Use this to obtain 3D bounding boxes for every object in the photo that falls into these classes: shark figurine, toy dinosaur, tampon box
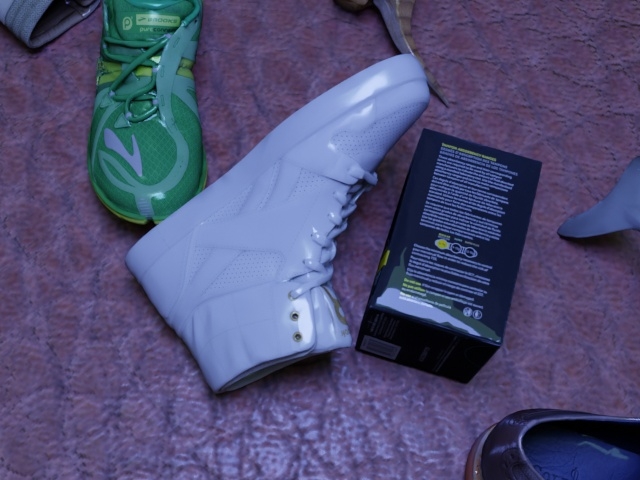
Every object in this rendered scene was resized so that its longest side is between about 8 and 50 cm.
[{"bbox_3d":[0.346,0.044,0.759,0.278,0.116,0.166,17,33,-3],"label":"shark figurine"},{"bbox_3d":[0.069,-0.236,0.884,0.112,0.064,0.211,2,67,-3],"label":"toy dinosaur"},{"bbox_3d":[0.102,0.014,0.743,0.102,0.120,0.161,17,67,4],"label":"tampon box"}]

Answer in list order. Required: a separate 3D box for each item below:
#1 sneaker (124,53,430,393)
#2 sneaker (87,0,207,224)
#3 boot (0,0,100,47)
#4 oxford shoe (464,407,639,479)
[{"bbox_3d":[0.000,0.000,0.725,0.292,0.108,0.169,-38,74,14],"label":"sneaker"},{"bbox_3d":[-0.156,-0.151,0.803,0.110,0.123,0.295,-3,66,-3],"label":"sneaker"},{"bbox_3d":[-0.269,-0.299,0.890,0.165,0.077,0.213,34,74,12],"label":"boot"},{"bbox_3d":[0.294,0.204,0.662,0.364,0.132,0.129,10,66,2],"label":"oxford shoe"}]
